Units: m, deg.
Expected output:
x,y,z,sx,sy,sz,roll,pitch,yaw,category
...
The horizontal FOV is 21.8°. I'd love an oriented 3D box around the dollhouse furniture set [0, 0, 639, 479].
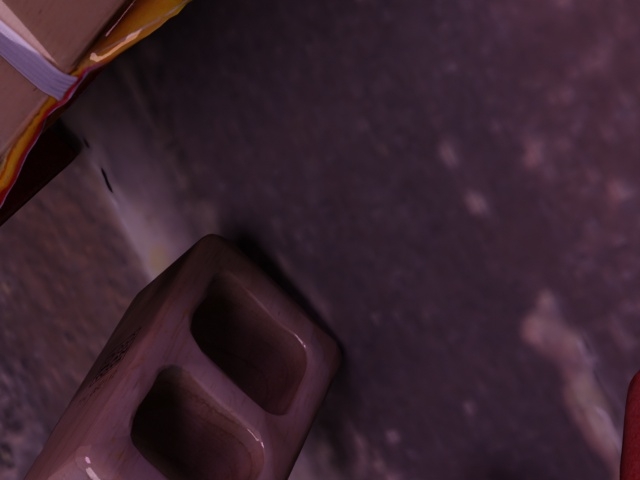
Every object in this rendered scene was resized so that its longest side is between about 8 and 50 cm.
x,y,z,sx,sy,sz,roll,pitch,yaw,category
0.000,0.000,0.462,0.374,0.152,0.201,41,123,-9,dollhouse furniture set
